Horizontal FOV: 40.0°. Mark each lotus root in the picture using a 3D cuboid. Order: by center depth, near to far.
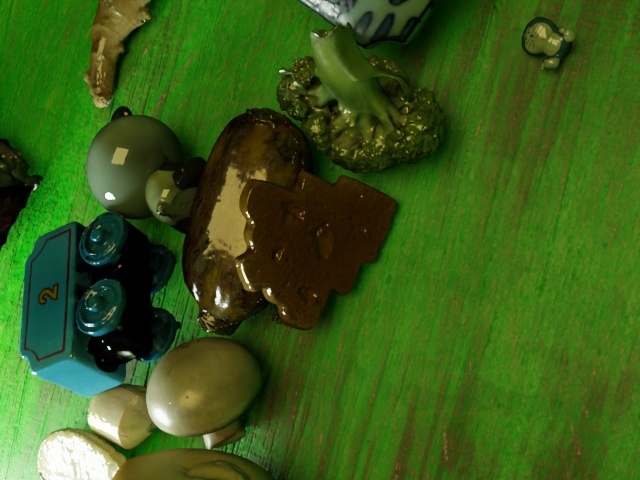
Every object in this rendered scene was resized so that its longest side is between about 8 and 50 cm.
[{"bbox_3d":[-0.128,-0.032,1.516,0.195,0.179,0.398,18,94,25],"label":"lotus root"}]

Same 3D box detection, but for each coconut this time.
[{"bbox_3d":[-0.351,0.319,1.609,0.122,0.116,0.116,14,90,23],"label":"coconut"}]

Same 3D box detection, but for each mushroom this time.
[{"bbox_3d":[-0.193,0.274,1.528,0.204,0.204,0.204,-3,83,23],"label":"mushroom"}]

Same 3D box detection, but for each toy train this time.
[{"bbox_3d":[-0.408,0.105,1.596,0.265,0.188,0.300,-23,54,20],"label":"toy train"}]

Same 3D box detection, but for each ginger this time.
[{"bbox_3d":[-0.400,-0.406,1.731,0.131,0.086,0.295,16,99,14],"label":"ginger"}]

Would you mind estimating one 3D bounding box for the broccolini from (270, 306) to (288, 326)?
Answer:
[{"bbox_3d":[-0.016,0.044,1.537,0.051,0.054,0.239,31,94,37],"label":"broccolini"}]

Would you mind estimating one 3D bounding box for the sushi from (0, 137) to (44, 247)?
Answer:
[{"bbox_3d":[-0.744,-0.081,1.719,0.299,0.281,0.294,38,106,5],"label":"sushi"}]

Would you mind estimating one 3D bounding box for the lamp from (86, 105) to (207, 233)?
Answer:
[{"bbox_3d":[-0.315,-0.120,1.598,0.244,0.197,0.198,32,97,30],"label":"lamp"}]

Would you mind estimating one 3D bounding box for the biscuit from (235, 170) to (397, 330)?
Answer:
[{"bbox_3d":[-0.001,0.000,1.457,0.043,0.301,0.278,23,131,60],"label":"biscuit"}]

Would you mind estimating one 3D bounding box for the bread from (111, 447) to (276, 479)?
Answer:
[{"bbox_3d":[-0.199,0.541,1.444,0.347,0.253,0.376,8,94,13],"label":"bread"}]

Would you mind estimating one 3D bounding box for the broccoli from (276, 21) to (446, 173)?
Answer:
[{"bbox_3d":[0.052,-0.250,1.434,0.254,0.302,0.186,0,43,49],"label":"broccoli"}]

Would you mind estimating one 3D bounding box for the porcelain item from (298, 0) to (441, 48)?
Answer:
[{"bbox_3d":[0.088,-0.475,1.410,0.286,0.157,0.281,37,128,-4],"label":"porcelain item"}]

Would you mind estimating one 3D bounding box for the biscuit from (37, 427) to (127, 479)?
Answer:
[{"bbox_3d":[-0.442,0.436,1.641,0.265,0.040,0.188,-14,102,38],"label":"biscuit"}]

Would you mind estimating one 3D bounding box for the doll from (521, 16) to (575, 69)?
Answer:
[{"bbox_3d":[0.362,-0.317,1.413,0.083,0.050,0.076,35,116,21],"label":"doll"}]
